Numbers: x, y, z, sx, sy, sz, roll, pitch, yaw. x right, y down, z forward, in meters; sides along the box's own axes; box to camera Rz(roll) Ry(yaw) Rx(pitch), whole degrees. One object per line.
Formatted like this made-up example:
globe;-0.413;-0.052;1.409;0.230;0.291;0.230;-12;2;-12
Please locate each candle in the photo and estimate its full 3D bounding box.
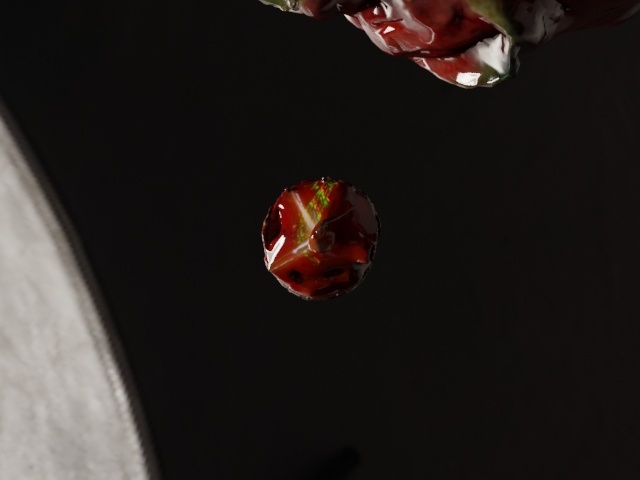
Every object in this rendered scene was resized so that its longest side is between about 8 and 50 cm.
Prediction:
candle;0.000;0.000;0.697;0.052;0.131;0.052;0;86;-1

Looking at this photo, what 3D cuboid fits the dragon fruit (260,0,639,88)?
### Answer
dragon fruit;0.055;-0.159;0.437;0.193;0.192;0.274;23;63;23
